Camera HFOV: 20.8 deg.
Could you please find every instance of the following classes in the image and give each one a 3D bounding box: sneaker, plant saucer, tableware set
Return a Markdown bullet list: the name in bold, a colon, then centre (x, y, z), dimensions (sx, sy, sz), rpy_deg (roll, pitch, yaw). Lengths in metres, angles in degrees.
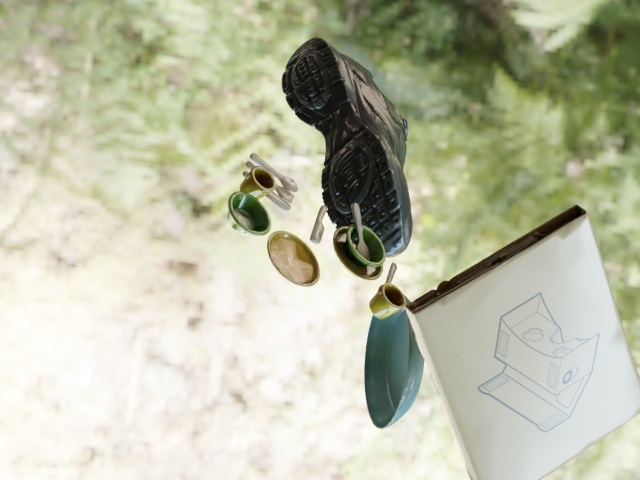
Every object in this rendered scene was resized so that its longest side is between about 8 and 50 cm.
- **sneaker**: centre (0.059, -0.108, 2.028), dimensions (0.109, 0.286, 0.130), rpy_deg (-34, 151, 33)
- **plant saucer**: centre (0.064, 0.099, 1.454), dimensions (0.021, 0.119, 0.119), rpy_deg (6, -168, -16)
- **tableware set**: centre (0.000, 0.000, 1.260), dimensions (0.154, 0.024, 0.104), rpy_deg (39, -144, -15)

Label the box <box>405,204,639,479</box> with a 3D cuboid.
- **box**: centre (0.166, 0.093, 1.363), dimensions (0.164, 0.201, 0.021), rpy_deg (-30, -150, -14)
